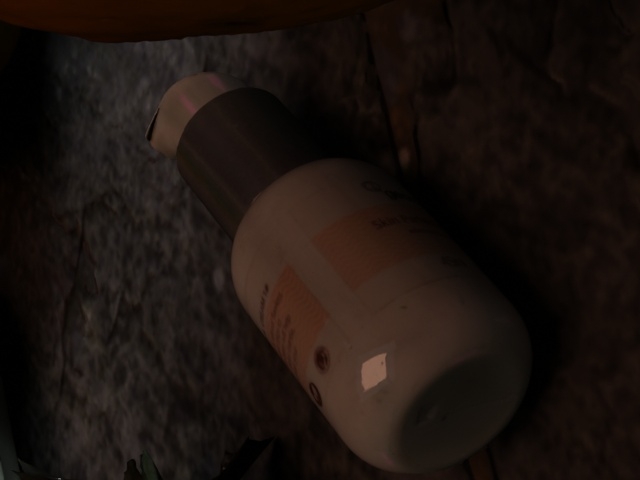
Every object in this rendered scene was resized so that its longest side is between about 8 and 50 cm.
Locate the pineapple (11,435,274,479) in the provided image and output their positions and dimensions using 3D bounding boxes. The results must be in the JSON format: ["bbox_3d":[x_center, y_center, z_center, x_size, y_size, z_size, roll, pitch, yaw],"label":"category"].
[{"bbox_3d":[-0.051,0.213,0.682,0.130,0.119,0.277,50,-154,-74],"label":"pineapple"}]

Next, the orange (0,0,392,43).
[{"bbox_3d":[-0.029,-0.220,0.462,0.341,0.293,0.340,-5,83,38],"label":"orange"}]

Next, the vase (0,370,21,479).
[{"bbox_3d":[-0.197,0.198,0.855,0.165,0.165,0.360,-46,61,46],"label":"vase"}]

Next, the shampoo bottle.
[{"bbox_3d":[0.000,0.000,0.621,0.192,0.074,0.074,51,132,41],"label":"shampoo bottle"}]

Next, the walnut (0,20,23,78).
[{"bbox_3d":[-0.283,-0.160,0.826,0.306,0.306,0.343,30,113,49],"label":"walnut"}]
